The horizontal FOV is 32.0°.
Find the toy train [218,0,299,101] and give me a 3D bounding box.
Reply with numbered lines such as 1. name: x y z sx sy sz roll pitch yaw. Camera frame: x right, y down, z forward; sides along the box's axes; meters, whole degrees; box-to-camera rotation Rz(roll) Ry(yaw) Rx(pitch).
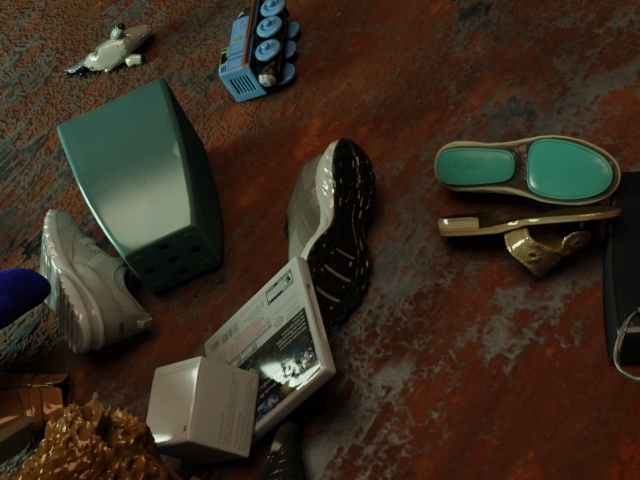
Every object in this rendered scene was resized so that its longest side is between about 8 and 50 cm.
1. toy train: -0.095 -0.300 1.716 0.105 0.080 0.184 -13 49 20

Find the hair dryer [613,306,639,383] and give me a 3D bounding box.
1. hair dryer: 0.464 0.086 1.131 0.223 0.080 0.293 44 71 8

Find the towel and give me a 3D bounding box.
1. towel: -0.491 0.120 1.367 0.228 0.076 0.308 -25 8 16

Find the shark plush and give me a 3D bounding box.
1. shark plush: -0.350 -0.306 1.859 0.161 0.073 0.067 -36 25 19

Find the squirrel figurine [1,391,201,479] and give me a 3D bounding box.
1. squirrel figurine: -0.289 0.361 1.153 0.370 0.281 0.397 9 41 28

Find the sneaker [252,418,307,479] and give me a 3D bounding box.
1. sneaker: -0.031 0.279 1.239 0.089 0.051 0.170 20 44 10

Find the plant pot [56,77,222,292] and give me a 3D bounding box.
1. plant pot: -0.230 -0.060 1.527 0.165 0.165 0.234 -24 56 2

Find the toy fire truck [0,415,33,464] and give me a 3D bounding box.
1. toy fire truck: -0.465 0.290 1.290 0.246 0.217 0.158 8 44 -24

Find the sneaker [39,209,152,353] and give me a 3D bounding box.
1. sneaker: -0.313 0.055 1.525 0.115 0.105 0.281 -4 37 -26

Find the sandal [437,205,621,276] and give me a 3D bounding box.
1. sandal: 0.253 0.005 1.345 0.240 0.079 0.088 -2 8 38

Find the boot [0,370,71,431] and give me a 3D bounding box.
1. boot: -0.401 0.192 1.454 0.152 0.073 0.197 -15 40 -4

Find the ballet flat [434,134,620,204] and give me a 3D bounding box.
1. ballet flat: 0.264 -0.089 1.398 0.248 0.086 0.086 10 57 33

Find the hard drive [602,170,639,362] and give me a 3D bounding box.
1. hard drive: 0.407 0.019 1.272 0.172 0.054 0.254 -3 52 20

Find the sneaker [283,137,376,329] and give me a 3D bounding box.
1. sneaker: 0.000 0.000 1.437 0.108 0.100 0.271 -21 46 41

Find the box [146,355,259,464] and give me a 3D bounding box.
1. box: -0.138 0.198 1.288 0.101 0.087 0.102 -19 57 47

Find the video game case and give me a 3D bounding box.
1. video game case: -0.065 0.139 1.324 0.190 0.022 0.173 -43 41 28
